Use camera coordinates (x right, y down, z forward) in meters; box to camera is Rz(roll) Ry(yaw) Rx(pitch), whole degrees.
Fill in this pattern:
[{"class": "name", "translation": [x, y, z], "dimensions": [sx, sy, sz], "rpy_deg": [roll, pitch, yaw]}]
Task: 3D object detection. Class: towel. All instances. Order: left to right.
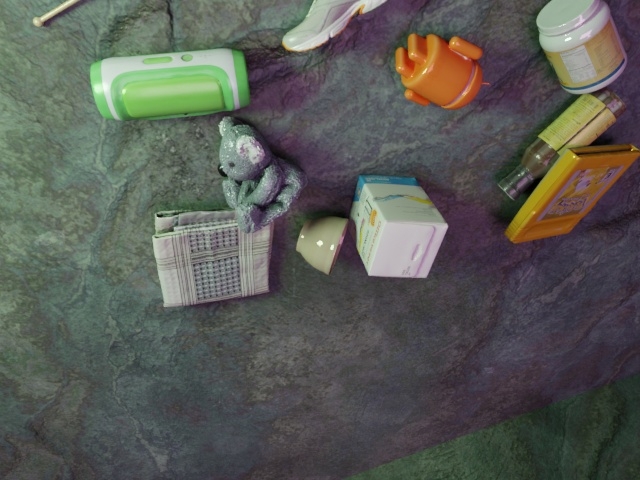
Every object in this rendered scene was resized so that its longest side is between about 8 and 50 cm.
[{"class": "towel", "translation": [-0.278, 0.049, 1.271], "dimensions": [0.313, 0.056, 0.324], "rpy_deg": [-6, 129, -17]}]

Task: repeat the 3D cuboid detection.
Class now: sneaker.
[{"class": "sneaker", "translation": [0.021, -0.489, 0.953], "dimensions": [0.263, 0.099, 0.121], "rpy_deg": [-34, 119, 3]}]

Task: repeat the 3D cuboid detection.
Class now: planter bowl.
[{"class": "planter bowl", "translation": [0.000, 0.000, 1.277], "dimensions": [0.109, 0.162, 0.162], "rpy_deg": [20, 123, 5]}]

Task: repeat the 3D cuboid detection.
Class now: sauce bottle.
[{"class": "sauce bottle", "translation": [0.626, -0.252, 1.257], "dimensions": [0.111, 0.111, 0.344], "rpy_deg": [33, 114, -31]}]

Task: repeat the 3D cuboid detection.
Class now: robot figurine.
[{"class": "robot figurine", "translation": [0.272, -0.377, 1.068], "dimensions": [0.220, 0.128, 0.158], "rpy_deg": [19, 108, -24]}]

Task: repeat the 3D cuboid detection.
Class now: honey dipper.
[{"class": "honey dipper", "translation": [-0.476, -0.449, 0.895], "dimensions": [0.161, 0.030, 0.030], "rpy_deg": [-26, 128, 10]}]

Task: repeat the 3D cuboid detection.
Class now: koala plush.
[{"class": "koala plush", "translation": [-0.154, -0.174, 1.088], "dimensions": [0.203, 0.196, 0.221], "rpy_deg": [-30, 127, -5]}]

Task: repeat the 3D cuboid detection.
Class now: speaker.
[{"class": "speaker", "translation": [-0.299, -0.320, 0.971], "dimensions": [0.297, 0.131, 0.131], "rpy_deg": [-8, 127, -8]}]

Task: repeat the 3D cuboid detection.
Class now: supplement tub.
[{"class": "supplement tub", "translation": [0.593, -0.452, 1.077], "dimensions": [0.144, 0.144, 0.200], "rpy_deg": [-39, 125, 16]}]

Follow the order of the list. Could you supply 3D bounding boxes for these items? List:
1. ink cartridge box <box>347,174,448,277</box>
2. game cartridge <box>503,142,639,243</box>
[{"class": "ink cartridge box", "translation": [0.189, -0.040, 1.228], "dimensions": [0.169, 0.232, 0.171], "rpy_deg": [2, 125, -15]}, {"class": "game cartridge", "translation": [0.698, -0.124, 1.326], "dimensions": [0.286, 0.052, 0.323], "rpy_deg": [-9, 139, -27]}]
